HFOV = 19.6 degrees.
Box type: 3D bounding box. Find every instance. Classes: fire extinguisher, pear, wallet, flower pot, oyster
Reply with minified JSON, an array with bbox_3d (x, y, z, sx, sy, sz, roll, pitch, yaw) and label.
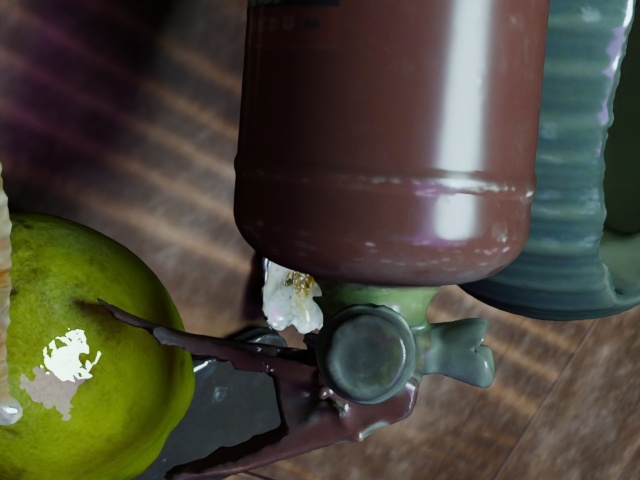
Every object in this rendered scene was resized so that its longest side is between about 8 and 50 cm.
[{"bbox_3d":[0.005,-0.076,0.632,0.106,0.147,0.336,-10,106,-78],"label":"fire extinguisher"},{"bbox_3d":[-0.107,0.045,0.697,0.131,0.107,0.107,28,96,-42],"label":"pear"},{"bbox_3d":[-0.077,0.092,0.820,0.157,0.018,0.082,-24,132,-31],"label":"wallet"},{"bbox_3d":[0.102,-0.083,0.765,0.189,0.157,0.243,-18,129,-33],"label":"flower pot"},{"bbox_3d":[0.003,0.000,0.824,0.051,0.034,0.093,18,116,-32],"label":"oyster"}]

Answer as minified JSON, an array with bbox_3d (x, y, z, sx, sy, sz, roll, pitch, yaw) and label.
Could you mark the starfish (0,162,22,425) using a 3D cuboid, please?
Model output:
[{"bbox_3d":[-0.178,-0.135,0.496,0.398,0.132,0.383,3,119,-41],"label":"starfish"}]
